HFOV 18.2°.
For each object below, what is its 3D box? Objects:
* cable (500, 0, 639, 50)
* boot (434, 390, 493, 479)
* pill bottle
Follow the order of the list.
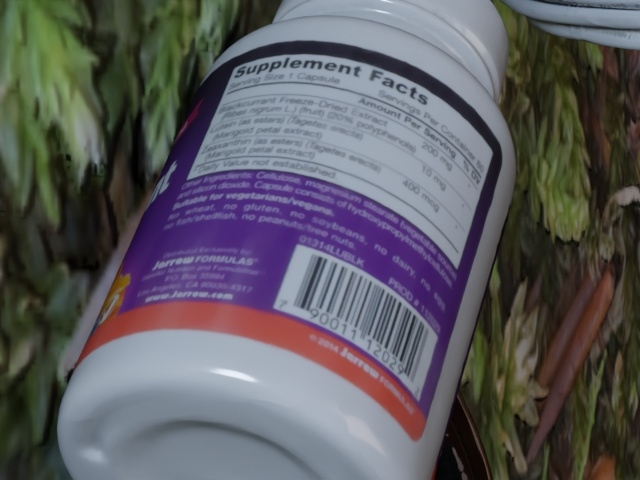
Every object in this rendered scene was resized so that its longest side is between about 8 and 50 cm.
[{"bbox_3d":[0.190,-0.171,0.868,0.257,0.257,0.089,-27,121,-21],"label":"cable"},{"bbox_3d":[0.031,0.117,0.758,0.106,0.082,0.219,-86,165,-76],"label":"boot"},{"bbox_3d":[0.000,0.000,0.615,0.108,0.108,0.193,66,32,-42],"label":"pill bottle"}]
